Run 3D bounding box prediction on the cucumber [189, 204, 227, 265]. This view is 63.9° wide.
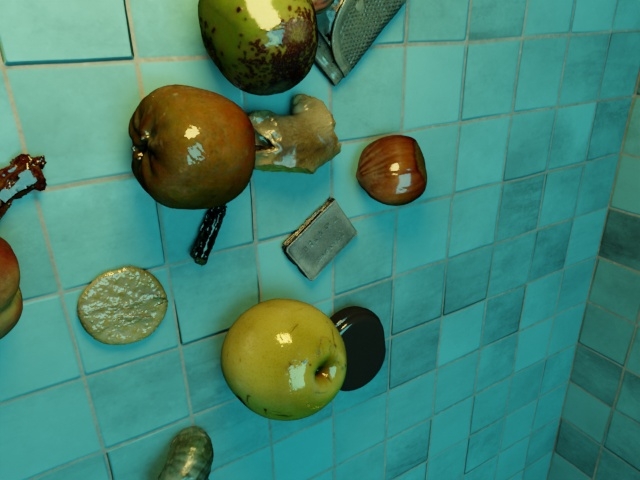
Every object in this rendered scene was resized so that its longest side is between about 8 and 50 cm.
[{"bbox_3d":[-0.286,-0.019,1.322,0.053,0.053,0.181,22,95,-38],"label":"cucumber"}]

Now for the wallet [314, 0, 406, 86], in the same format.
[{"bbox_3d":[0.082,-0.597,1.301,0.342,0.075,0.237,-52,131,-4],"label":"wallet"}]

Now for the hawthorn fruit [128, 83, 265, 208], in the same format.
[{"bbox_3d":[-0.261,-0.197,1.137,0.301,0.268,0.267,-2,111,-35],"label":"hawthorn fruit"}]

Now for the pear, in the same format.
[{"bbox_3d":[-0.099,0.328,1.431,0.348,0.348,0.348,-14,117,-28],"label":"pear"}]

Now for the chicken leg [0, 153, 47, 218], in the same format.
[{"bbox_3d":[-0.642,-0.093,1.053,0.219,0.048,0.089,-50,125,-6],"label":"chicken leg"}]

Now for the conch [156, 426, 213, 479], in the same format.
[{"bbox_3d":[-0.395,0.705,1.499,0.220,0.195,0.277,-26,99,-55],"label":"conch"}]

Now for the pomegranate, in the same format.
[{"bbox_3d":[-0.090,-0.483,1.111,0.341,0.285,0.285,-36,126,-13],"label":"pomegranate"}]

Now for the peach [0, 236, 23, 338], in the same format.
[{"bbox_3d":[-0.702,0.095,0.975,0.252,0.252,0.252,-14,117,-28],"label":"peach"}]

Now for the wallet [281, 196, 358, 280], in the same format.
[{"bbox_3d":[0.001,0.001,1.527,0.222,0.036,0.167,-44,127,-10],"label":"wallet"}]

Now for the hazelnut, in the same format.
[{"bbox_3d":[0.213,-0.199,1.503,0.186,0.210,0.210,5,109,-59],"label":"hazelnut"}]

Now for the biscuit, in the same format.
[{"bbox_3d":[-0.488,0.166,1.278,0.220,0.033,0.220,-13,116,-28],"label":"biscuit"}]

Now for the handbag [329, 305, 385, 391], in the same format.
[{"bbox_3d":[0.100,0.363,1.715,0.254,0.093,0.308,-21,120,-23],"label":"handbag"}]

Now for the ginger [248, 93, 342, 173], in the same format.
[{"bbox_3d":[-0.069,-0.271,1.310,0.276,0.130,0.221,11,93,-35],"label":"ginger"}]
